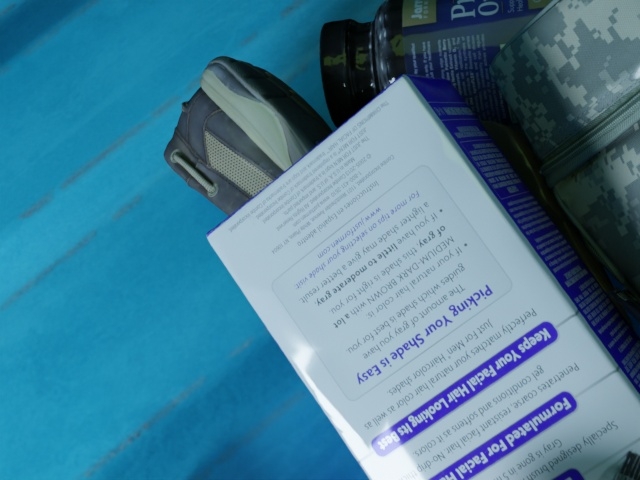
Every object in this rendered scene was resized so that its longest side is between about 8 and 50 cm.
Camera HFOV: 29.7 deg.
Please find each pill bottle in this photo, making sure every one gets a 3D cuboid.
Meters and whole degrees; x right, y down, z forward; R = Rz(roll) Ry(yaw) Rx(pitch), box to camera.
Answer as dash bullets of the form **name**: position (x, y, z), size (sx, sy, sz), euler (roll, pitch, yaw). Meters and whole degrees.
- **pill bottle**: position (0.116, -0.153, 1.027), size (0.219, 0.123, 0.122), euler (-6, 61, 12)

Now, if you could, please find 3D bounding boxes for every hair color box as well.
- **hair color box**: position (0.100, 0.076, 0.813), size (0.185, 0.110, 0.338), euler (-38, 80, 21)

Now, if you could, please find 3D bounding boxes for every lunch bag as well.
- **lunch bag**: position (0.304, -0.084, 0.836), size (0.305, 0.212, 0.256), euler (-21, 76, -34)

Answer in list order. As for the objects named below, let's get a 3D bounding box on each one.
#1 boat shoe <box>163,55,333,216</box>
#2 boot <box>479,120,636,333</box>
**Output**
- **boat shoe**: position (0.000, 0.000, 0.993), size (0.130, 0.132, 0.355), euler (-49, 62, 17)
- **boot**: position (0.192, 0.052, 0.908), size (0.112, 0.115, 0.305), euler (-27, 74, 35)
